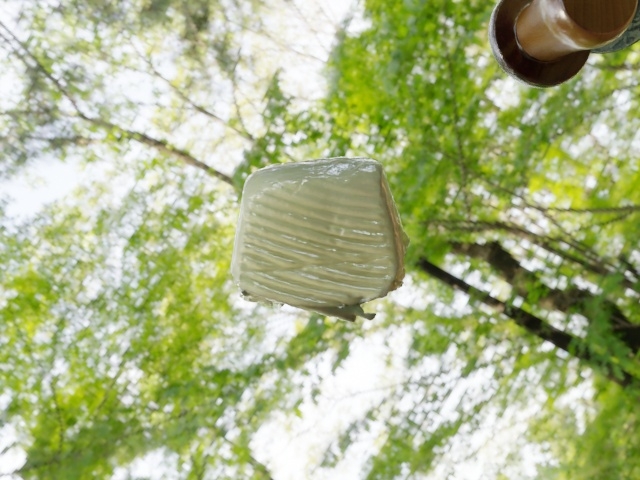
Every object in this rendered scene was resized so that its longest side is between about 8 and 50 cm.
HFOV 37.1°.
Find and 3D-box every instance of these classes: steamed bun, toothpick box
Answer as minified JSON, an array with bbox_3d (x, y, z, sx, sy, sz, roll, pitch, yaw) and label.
[{"bbox_3d":[0.000,0.000,1.619,0.272,0.290,0.273,111,161,-84],"label":"steamed bun"},{"bbox_3d":[0.408,-0.372,1.622,0.192,0.192,0.294,-57,6,-9],"label":"toothpick box"}]

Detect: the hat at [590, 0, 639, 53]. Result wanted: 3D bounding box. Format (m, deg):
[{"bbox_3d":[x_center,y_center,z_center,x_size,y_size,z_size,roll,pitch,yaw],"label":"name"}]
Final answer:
[{"bbox_3d":[0.621,-0.515,2.046,0.265,0.265,0.128,-65,-23,9],"label":"hat"}]
